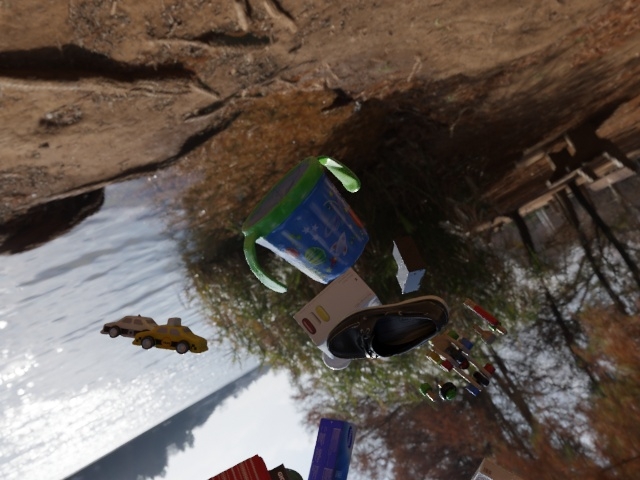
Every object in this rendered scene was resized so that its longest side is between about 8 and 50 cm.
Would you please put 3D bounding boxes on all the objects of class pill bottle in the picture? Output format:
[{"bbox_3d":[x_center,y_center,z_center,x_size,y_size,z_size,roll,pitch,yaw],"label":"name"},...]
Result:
[{"bbox_3d":[0.072,0.438,2.201,0.121,0.121,0.216,-32,-162,14],"label":"pill bottle"}]

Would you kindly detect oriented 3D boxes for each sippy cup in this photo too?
[{"bbox_3d":[-0.020,-0.031,1.172,0.305,0.224,0.240,-44,-165,7],"label":"sippy cup"}]

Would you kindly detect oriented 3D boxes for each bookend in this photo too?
[{"bbox_3d":[0.332,0.095,1.997,0.072,0.156,0.157,-13,144,-11],"label":"bookend"}]

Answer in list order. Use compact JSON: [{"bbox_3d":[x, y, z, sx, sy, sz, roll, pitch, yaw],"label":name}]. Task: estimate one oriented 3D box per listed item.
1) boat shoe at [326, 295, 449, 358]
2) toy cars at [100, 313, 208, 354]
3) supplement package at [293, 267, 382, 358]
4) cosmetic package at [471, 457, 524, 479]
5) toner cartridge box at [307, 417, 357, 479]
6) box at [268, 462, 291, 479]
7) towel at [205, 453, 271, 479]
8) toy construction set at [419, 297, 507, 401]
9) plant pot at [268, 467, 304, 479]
[{"bbox_3d":[0.157,0.239,1.301,0.339,0.127,0.113,-16,-165,19],"label":"boat shoe"},{"bbox_3d":[-0.463,0.247,1.443,0.176,0.087,0.393,14,171,-44],"label":"toy cars"},{"bbox_3d":[0.073,0.257,1.810,0.261,0.145,0.204,-42,151,-4],"label":"supplement package"},{"bbox_3d":[0.535,0.699,1.406,0.060,0.238,0.099,-40,150,-52],"label":"cosmetic package"},{"bbox_3d":[0.036,0.891,2.043,0.075,0.348,0.165,27,155,-29],"label":"toner cartridge box"},{"bbox_3d":[-0.190,0.914,1.641,0.293,0.296,0.073,-23,140,-12],"label":"box"},{"bbox_3d":[-0.259,0.764,1.487,0.274,0.199,0.031,-22,145,-17],"label":"towel"},{"bbox_3d":[0.439,0.332,1.696,0.257,0.237,0.309,13,108,-33],"label":"toy construction set"},{"bbox_3d":[-0.139,0.937,1.825,0.292,0.197,0.293,-2,-165,1],"label":"plant pot"}]
